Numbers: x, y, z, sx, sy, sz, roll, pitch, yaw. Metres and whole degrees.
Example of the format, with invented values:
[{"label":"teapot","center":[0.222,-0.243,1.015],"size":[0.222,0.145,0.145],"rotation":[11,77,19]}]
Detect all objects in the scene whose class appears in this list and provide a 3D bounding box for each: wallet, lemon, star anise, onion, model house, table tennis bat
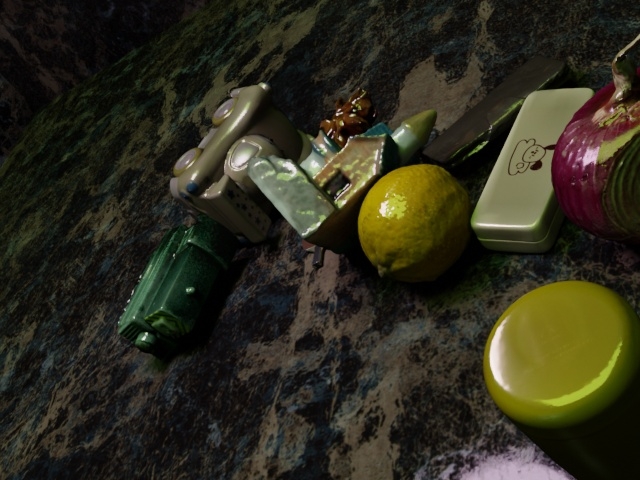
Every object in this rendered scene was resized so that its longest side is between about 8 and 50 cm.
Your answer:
[{"label":"wallet","center":[0.340,-0.252,1.662],"size":[0.309,0.042,0.165],"rotation":[-39,17,2]},{"label":"lemon","center":[0.161,-0.028,1.453],"size":[0.192,0.192,0.231],"rotation":[10,53,52]},{"label":"star anise","center":[0.089,-0.204,1.812],"size":[0.346,0.148,0.238],"rotation":[18,86,52]},{"label":"onion","center":[0.449,-0.121,1.233],"size":[0.230,0.273,0.256],"rotation":[-32,-4,23]},{"label":"model house","center":[0.069,-0.154,1.578],"size":[0.325,0.267,0.194],"rotation":[-42,73,8]},{"label":"table tennis bat","center":[0.000,0.000,1.764],"size":[0.095,0.014,0.158],"rotation":[-23,33,24]}]

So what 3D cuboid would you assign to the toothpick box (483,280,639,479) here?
[{"label":"toothpick box","center":[0.314,0.184,0.956],"size":[0.175,0.271,0.175],"rotation":[-25,40,24]}]

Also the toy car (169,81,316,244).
[{"label":"toy car","center":[-0.153,-0.174,1.927],"size":[0.226,0.242,0.336],"rotation":[5,55,53]}]

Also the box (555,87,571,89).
[{"label":"box","center":[0.433,-0.236,1.580],"size":[0.048,0.025,0.115],"rotation":[14,61,48]}]

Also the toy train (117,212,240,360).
[{"label":"toy train","center":[-0.301,0.089,1.830],"size":[0.178,0.138,0.330],"rotation":[-30,31,45]}]

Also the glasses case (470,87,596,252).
[{"label":"glasses case","center":[0.370,-0.123,1.439],"size":[0.131,0.070,0.313],"rotation":[5,56,42]}]
